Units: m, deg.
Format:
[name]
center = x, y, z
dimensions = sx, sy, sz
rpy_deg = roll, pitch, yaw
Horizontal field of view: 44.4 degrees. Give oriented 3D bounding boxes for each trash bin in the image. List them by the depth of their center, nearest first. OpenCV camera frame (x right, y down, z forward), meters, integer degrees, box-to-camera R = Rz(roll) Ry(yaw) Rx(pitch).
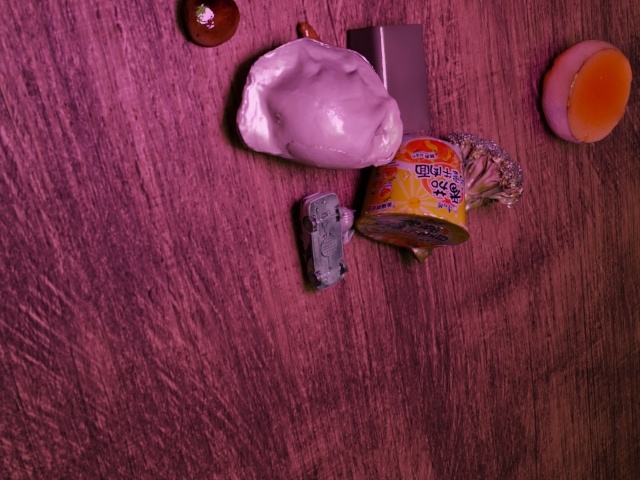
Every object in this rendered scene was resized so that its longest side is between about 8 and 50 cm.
[trash bin]
center = 0.156, -0.363, 1.778
dimensions = 0.164, 0.122, 0.240
rpy_deg = -13, 105, -39

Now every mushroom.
[mushroom]
center = -0.206, -0.427, 1.496
dimensions = 0.123, 0.052, 0.123
rpy_deg = -14, 111, -40

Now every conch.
[conch]
center = 0.052, -0.039, 1.795
dimensions = 0.076, 0.057, 0.085
rpy_deg = -26, 137, -55

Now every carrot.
[carrot]
center = 0.006, -0.376, 1.690
dimensions = 0.061, 0.061, 0.209
rpy_deg = -42, 119, -26

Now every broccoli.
[broccoli]
center = 0.337, -0.111, 1.953
dimensions = 0.361, 0.221, 0.252
rpy_deg = -38, 157, -29

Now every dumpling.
[dumpling]
center = 0.011, -0.278, 1.617
dimensions = 0.341, 0.181, 0.260
rpy_deg = 8, 96, 0

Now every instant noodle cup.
[instant noodle cup]
center = 0.218, -0.112, 1.793
dimensions = 0.264, 0.264, 0.200
rpy_deg = 21, 70, -41

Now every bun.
[bun]
center = 0.740, -0.429, 2.235
dimensions = 0.299, 0.165, 0.299
rpy_deg = -15, 120, -27

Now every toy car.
[toy car]
center = 0.000, 0.000, 1.745
dimensions = 0.090, 0.076, 0.224
rpy_deg = -25, 123, -34
